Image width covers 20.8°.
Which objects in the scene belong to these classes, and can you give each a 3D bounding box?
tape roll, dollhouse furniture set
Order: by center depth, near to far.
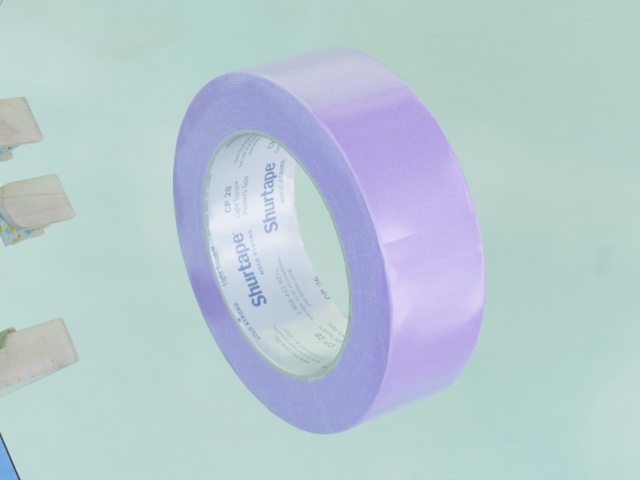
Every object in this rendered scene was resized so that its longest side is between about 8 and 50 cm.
[{"bbox_3d":[0.000,0.000,1.287,0.090,0.275,0.275,-19,110,-32],"label":"tape roll"},{"bbox_3d":[-0.334,0.026,1.500,0.161,0.212,0.242,-18,83,-62],"label":"dollhouse furniture set"}]

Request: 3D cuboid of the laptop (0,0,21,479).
[{"bbox_3d":[-0.230,0.041,0.900,0.408,0.236,0.382,-57,171,24],"label":"laptop"}]
